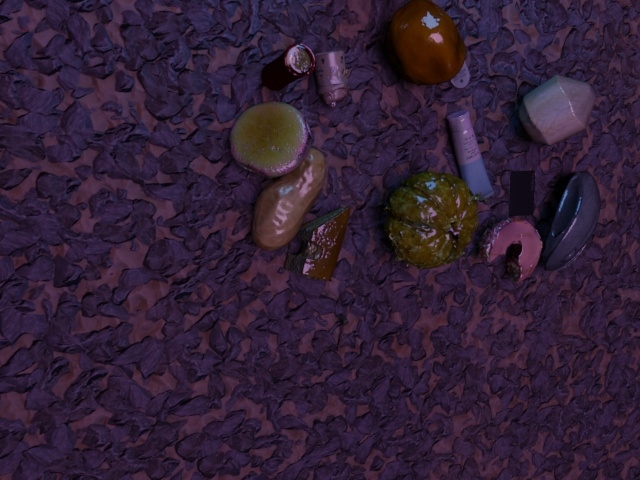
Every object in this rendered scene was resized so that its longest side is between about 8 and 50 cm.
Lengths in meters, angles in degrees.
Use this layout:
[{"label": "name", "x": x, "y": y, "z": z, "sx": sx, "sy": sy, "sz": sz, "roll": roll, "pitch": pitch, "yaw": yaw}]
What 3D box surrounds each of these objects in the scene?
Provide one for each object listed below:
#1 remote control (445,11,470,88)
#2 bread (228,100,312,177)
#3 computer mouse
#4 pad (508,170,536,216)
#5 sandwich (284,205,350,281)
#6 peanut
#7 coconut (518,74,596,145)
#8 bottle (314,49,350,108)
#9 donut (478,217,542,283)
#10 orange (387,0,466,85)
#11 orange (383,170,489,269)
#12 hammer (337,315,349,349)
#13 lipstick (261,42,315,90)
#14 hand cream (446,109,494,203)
[{"label": "remote control", "x": 0.400, "y": -0.591, "z": 1.510, "sx": 0.077, "sy": 0.022, "sz": 0.244, "roll": -30, "pitch": 107, "yaw": -10}, {"label": "bread", "x": -0.135, "y": -0.277, "z": 1.309, "sx": 0.229, "sy": 0.033, "sz": 0.228, "roll": 0, "pitch": 75, "yaw": 0}, {"label": "computer mouse", "x": 0.881, "y": -0.060, "z": 1.676, "sx": 0.203, "sy": 0.114, "sz": 0.373, "roll": 21, "pitch": 89, "yaw": -50}, {"label": "pad", "x": 0.702, "y": -0.164, "z": 1.688, "sx": 0.112, "sy": 0.003, "sz": 0.157, "roll": -5, "pitch": 99, "yaw": -19}, {"label": "sandwich", "x": 0.000, "y": 0.000, "z": 1.409, "sx": 0.128, "sy": 0.122, "sz": 0.235, "roll": 17, "pitch": 90, "yaw": -24}, {"label": "peanut", "x": -0.089, "y": -0.117, "z": 1.348, "sx": 0.148, "sy": 0.147, "sz": 0.318, "roll": 32, "pitch": 90, "yaw": -21}, {"label": "coconut", "x": 0.763, "y": -0.420, "z": 1.551, "sx": 0.222, "sy": 0.202, "sz": 0.202, "roll": -31, "pitch": 114, "yaw": 34}, {"label": "bottle", "x": 0.033, "y": -0.453, "z": 1.370, "sx": 0.099, "sy": 0.099, "sz": 0.152, "roll": -17, "pitch": 110, "yaw": -16}, {"label": "donut", "x": 0.647, "y": 0.021, "z": 1.653, "sx": 0.233, "sy": 0.085, "sz": 0.199, "roll": 34, "pitch": 87, "yaw": -20}, {"label": "orange", "x": 0.292, "y": -0.546, "z": 1.378, "sx": 0.249, "sy": 0.249, "sz": 0.183, "roll": 38, "pitch": 100, "yaw": -20}, {"label": "orange", "x": 0.329, "y": -0.058, "z": 1.462, "sx": 0.301, "sy": 0.223, "sz": 0.300, "roll": 4, "pitch": 102, "yaw": -24}, {"label": "hammer", "x": 0.067, "y": 0.294, "z": 1.524, "sx": 0.019, "sy": 0.035, "sz": 0.110, "roll": 4, "pitch": 105, "yaw": -19}, {"label": "lipstick", "x": -0.088, "y": -0.440, "z": 1.245, "sx": 0.080, "sy": 0.241, "sz": 0.080, "roll": -3, "pitch": 99, "yaw": -20}, {"label": "hand cream", "x": 0.486, "y": -0.264, "z": 1.577, "sx": 0.111, "sy": 0.070, "sz": 0.312, "roll": -28, "pitch": 114, "yaw": -15}]
